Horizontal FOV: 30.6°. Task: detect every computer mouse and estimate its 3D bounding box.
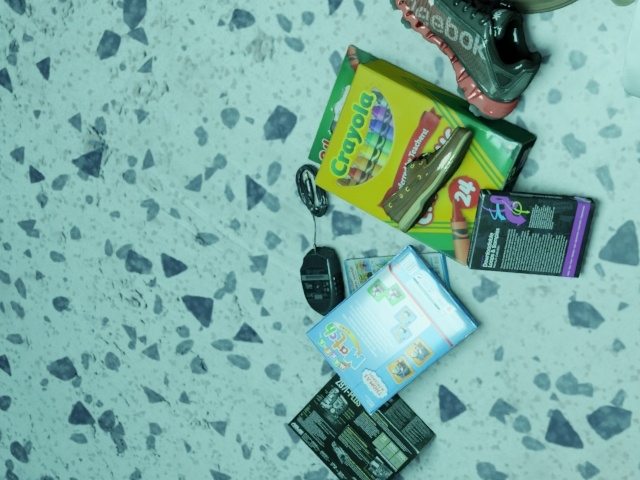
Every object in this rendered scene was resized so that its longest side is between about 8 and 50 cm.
[{"bbox_3d":[0.000,0.000,1.836,0.071,0.041,0.242,1,99,44],"label":"computer mouse"}]

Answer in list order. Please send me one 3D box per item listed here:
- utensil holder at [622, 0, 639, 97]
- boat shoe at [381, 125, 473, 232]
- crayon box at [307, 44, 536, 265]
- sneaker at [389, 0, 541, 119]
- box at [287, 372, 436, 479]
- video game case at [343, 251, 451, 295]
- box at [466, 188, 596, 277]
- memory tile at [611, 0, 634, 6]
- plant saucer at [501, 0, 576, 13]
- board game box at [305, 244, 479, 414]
[{"bbox_3d":[0.578,-0.266,1.303,0.385,0.327,0.328,20,112,18],"label":"utensil holder"},{"bbox_3d":[0.145,-0.091,1.621,0.060,0.064,0.178,40,120,10],"label":"boat shoe"},{"bbox_3d":[0.126,-0.127,1.706,0.318,0.081,0.202,29,115,18],"label":"crayon box"},{"bbox_3d":[0.200,-0.303,1.597,0.276,0.097,0.135,53,139,4],"label":"sneaker"},{"bbox_3d":[0.064,0.300,1.854,0.180,0.077,0.147,45,118,10],"label":"box"},{"bbox_3d":[0.122,0.081,1.802,0.166,0.015,0.119,-5,102,28],"label":"video game case"},{"bbox_3d":[0.292,-0.010,1.632,0.162,0.029,0.116,4,114,-8],"label":"box"},{"bbox_3d":[0.389,-0.386,1.505,0.113,0.012,0.148,-37,102,17],"label":"memory tile"},{"bbox_3d":[0.278,-0.444,1.567,0.277,0.041,0.278,7,106,26],"label":"plant saucer"},{"bbox_3d":[0.106,0.134,1.759,0.211,0.039,0.160,-41,82,12],"label":"board game box"}]
